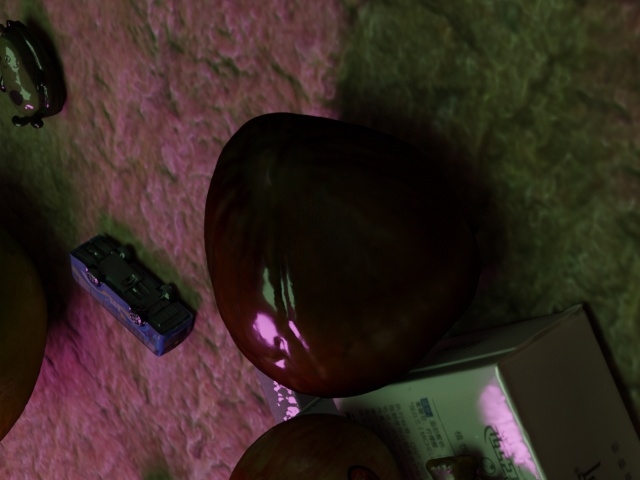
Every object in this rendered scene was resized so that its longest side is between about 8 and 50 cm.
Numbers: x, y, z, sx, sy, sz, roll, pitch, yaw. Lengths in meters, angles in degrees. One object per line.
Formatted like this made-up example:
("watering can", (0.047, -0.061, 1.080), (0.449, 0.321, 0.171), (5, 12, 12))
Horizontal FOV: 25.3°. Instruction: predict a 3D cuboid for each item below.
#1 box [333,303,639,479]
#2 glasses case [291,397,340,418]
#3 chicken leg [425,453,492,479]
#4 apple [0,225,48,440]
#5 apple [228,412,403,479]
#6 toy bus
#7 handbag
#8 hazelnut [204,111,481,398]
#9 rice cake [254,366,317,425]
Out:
("box", (0.157, 0.210, 1.130), (0.203, 0.116, 0.274), (-20, 95, 52))
("glasses case", (0.061, 0.271, 1.261), (0.308, 0.128, 0.083), (62, 165, 1))
("chicken leg", (0.122, 0.256, 1.034), (0.085, 0.101, 0.207), (-19, 86, 21))
("apple", (-0.464, 0.105, 1.566), (0.340, 0.340, 0.339), (25, 128, 36))
("apple", (-0.002, 0.205, 1.115), (0.146, 0.131, 0.146), (29, 142, 25))
("toy bus", (-0.196, 0.056, 1.475), (0.153, 0.051, 0.061), (40, 148, 24))
("handbag", (-0.302, -0.173, 1.456), (0.072, 0.047, 0.111), (6, 118, 44))
("hazelnut", (0.000, 0.000, 1.108), (0.229, 0.229, 0.229), (25, 128, 36))
("rice cake", (-0.015, 0.142, 1.317), (0.056, 0.073, 0.364), (-6, 109, 46))
